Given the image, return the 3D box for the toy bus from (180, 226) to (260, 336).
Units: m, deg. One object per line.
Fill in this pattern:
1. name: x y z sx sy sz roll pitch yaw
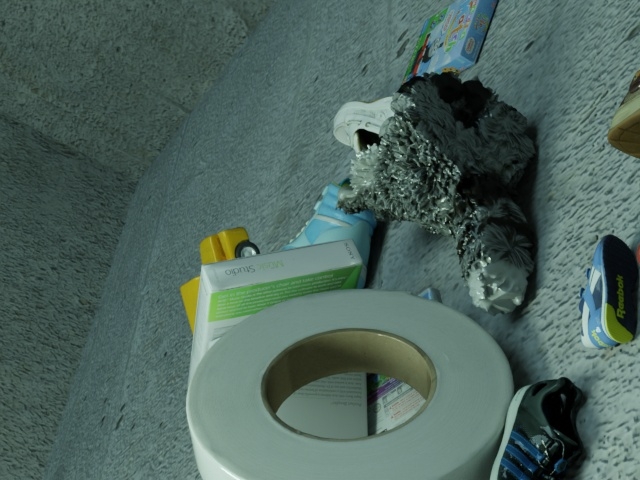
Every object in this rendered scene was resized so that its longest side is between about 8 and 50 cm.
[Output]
1. toy bus: -0.150 0.152 2.094 0.108 0.130 0.333 -29 76 60

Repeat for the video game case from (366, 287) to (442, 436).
1. video game case: 0.108 0.189 1.627 0.201 0.023 0.183 -40 48 40

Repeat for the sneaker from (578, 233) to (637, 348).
1. sneaker: 0.314 0.057 1.334 0.059 0.053 0.144 -42 26 50

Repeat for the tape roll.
1. tape roll: 0.036 0.193 1.424 0.392 0.391 0.072 -93 -2 -57

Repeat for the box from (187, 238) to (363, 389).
1. box: -0.075 0.133 1.810 0.322 0.232 0.058 104 149 -50

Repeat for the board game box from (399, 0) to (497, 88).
1. board game box: 0.229 -0.355 2.145 0.211 0.039 0.160 -22 43 61

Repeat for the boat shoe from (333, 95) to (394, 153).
1. boat shoe: 0.088 -0.197 2.205 0.277 0.098 0.096 -7 56 66

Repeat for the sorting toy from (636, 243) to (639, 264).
1. sorting toy: 0.382 0.003 1.263 0.102 0.042 0.061 -26 54 42

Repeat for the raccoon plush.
1. raccoon plush: 0.137 -0.030 1.714 0.299 0.216 0.446 125 161 -45

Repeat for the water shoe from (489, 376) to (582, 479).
1. water shoe: 0.232 0.233 1.275 0.080 0.073 0.203 -36 33 46

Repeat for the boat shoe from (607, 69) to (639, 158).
1. boat shoe: 0.433 -0.190 1.266 0.342 0.123 0.123 -37 32 64

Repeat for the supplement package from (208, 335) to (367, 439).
1. supplement package: -0.049 0.275 1.655 0.175 0.177 0.293 -28 59 60

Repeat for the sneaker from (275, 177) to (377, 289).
1. sneaker: 0.000 0.000 2.131 0.319 0.127 0.208 -11 55 55
